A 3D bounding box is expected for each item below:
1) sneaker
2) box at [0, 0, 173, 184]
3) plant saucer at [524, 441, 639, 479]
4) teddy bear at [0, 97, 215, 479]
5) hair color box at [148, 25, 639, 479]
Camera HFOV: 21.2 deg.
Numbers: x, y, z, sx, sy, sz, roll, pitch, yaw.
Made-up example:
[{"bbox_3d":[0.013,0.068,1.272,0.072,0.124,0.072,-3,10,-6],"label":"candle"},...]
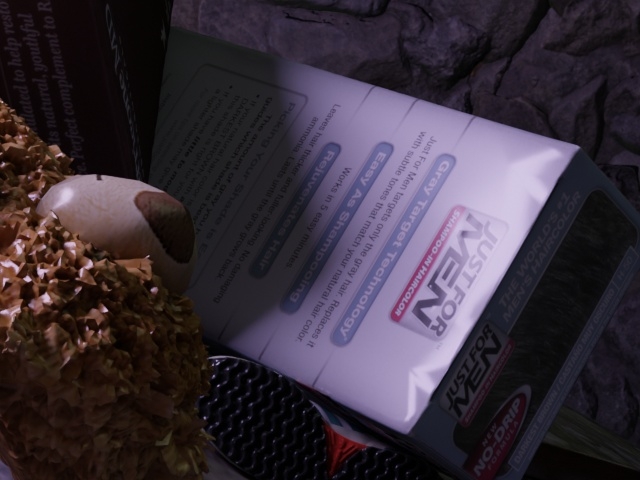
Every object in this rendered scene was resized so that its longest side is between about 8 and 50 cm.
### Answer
[{"bbox_3d":[-0.009,0.119,0.959,0.161,0.057,0.075,29,-14,-9],"label":"sneaker"},{"bbox_3d":[-0.175,-0.172,1.054,0.143,0.191,0.381,-5,35,4],"label":"box"},{"bbox_3d":[0.237,0.216,1.582,0.198,0.036,0.198,16,-6,2],"label":"plant saucer"},{"bbox_3d":[-0.149,-0.019,0.737,0.338,0.113,0.245,24,-36,62],"label":"teddy bear"},{"bbox_3d":[0.000,0.000,1.067,0.374,0.185,0.113,22,-13,45],"label":"hair color box"}]
